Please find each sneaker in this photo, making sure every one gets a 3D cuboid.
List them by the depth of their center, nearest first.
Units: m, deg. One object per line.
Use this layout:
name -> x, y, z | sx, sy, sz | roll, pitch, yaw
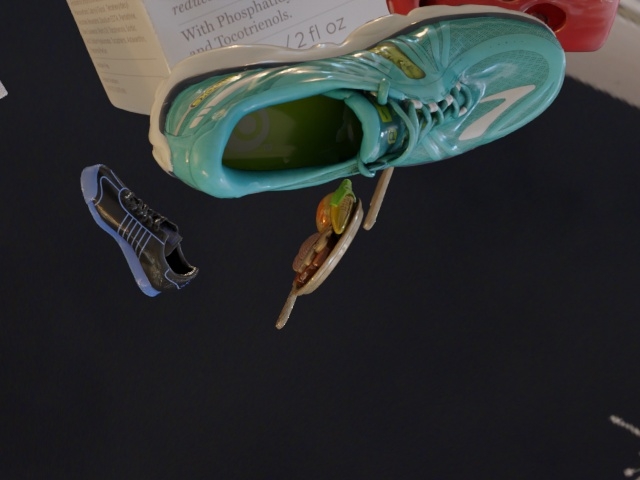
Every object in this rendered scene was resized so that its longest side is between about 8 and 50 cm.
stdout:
sneaker -> 0.036, -0.075, 0.542 | 0.275, 0.107, 0.110 | -16, -154, -16
sneaker -> -0.272, -0.023, 1.348 | 0.232, 0.091, 0.081 | 61, -156, -22

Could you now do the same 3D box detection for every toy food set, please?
toy food set -> 0.000, 0.000, 0.931 | 0.039, 0.192, 0.132 | 34, -145, -9

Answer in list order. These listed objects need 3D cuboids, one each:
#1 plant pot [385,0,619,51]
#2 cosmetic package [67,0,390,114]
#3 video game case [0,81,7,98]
plant pot -> 0.140, -0.247, 0.682 | 0.174, 0.191, 0.191 | 6, -119, 5
cosmetic package -> -0.137, -0.386, 1.041 | 0.330, 0.327, 0.393 | -28, -67, -20
video game case -> -0.602, -0.259, 1.406 | 0.143, 0.157, 0.019 | 60, -165, -14
